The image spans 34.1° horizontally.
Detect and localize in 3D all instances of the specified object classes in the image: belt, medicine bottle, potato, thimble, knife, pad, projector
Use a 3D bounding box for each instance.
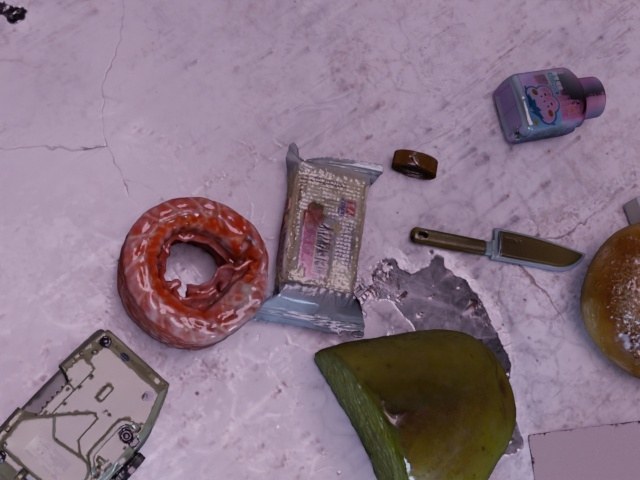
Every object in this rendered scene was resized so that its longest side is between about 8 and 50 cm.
[{"bbox_3d":[0.169,-0.137,1.852,0.083,0.059,0.036,15,72,-11],"label":"belt"},{"bbox_3d":[0.432,-0.254,1.943,0.188,0.094,0.119,-11,77,-19],"label":"medicine bottle"},{"bbox_3d":[0.200,0.261,1.672,0.280,0.213,0.330,-24,85,-21],"label":"potato"},{"bbox_3d":[-0.201,0.054,1.634,0.239,0.162,0.239,4,74,-15],"label":"thimble"},{"bbox_3d":[0.325,0.006,1.877,0.343,0.027,0.061,11,68,-13],"label":"knife"},{"bbox_3d":[0.471,0.393,1.799,0.211,0.003,0.143,-6,77,-3],"label":"pad"},{"bbox_3d":[-0.353,0.286,1.566,0.193,0.088,0.269,42,68,1],"label":"projector"}]

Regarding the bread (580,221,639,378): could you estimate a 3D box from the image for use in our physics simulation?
[{"bbox_3d":[0.615,0.109,1.840,0.305,0.159,0.306,0,90,-11],"label":"bread"}]

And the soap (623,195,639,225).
[{"bbox_3d":[0.679,-0.041,1.976,0.183,0.064,0.121,-15,80,-18],"label":"soap"}]

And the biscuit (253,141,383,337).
[{"bbox_3d":[0.005,0.001,1.756,0.186,0.079,0.309,13,71,-11],"label":"biscuit"}]
